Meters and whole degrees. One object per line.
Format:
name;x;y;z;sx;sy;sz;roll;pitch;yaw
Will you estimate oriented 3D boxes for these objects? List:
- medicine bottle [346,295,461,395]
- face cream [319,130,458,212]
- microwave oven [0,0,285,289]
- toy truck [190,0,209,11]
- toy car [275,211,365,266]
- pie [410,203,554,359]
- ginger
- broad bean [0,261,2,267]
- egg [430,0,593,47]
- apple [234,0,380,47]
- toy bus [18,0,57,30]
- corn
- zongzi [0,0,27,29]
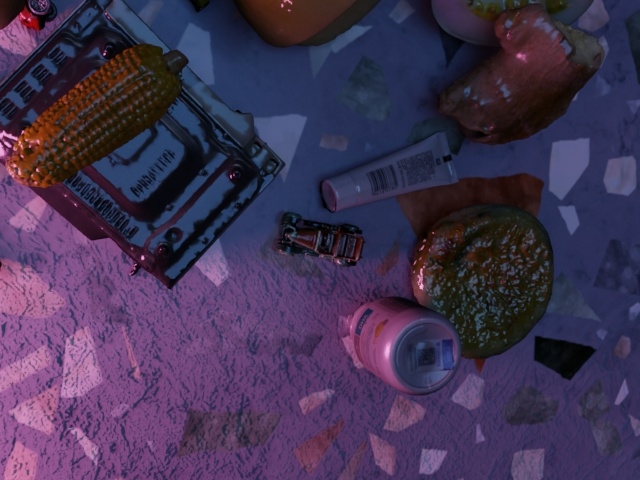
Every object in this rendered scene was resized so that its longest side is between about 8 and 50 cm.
medicine bottle;0.124;0.160;1.492;0.135;0.215;0.134;-2;98;-19
face cream;0.117;-0.109;1.545;0.244;0.058;0.092;-19;96;-21
microwave oven;-0.272;-0.140;1.323;0.355;0.218;0.286;45;81;-18
toy truck;-0.166;-0.392;1.413;0.083;0.054;0.049;-41;107;-10
toy car;0.000;0.000;1.517;0.143;0.054;0.073;12;92;-20
pie;0.286;0.067;1.616;0.277;0.078;0.276;-4;103;-17
ginger;0.316;-0.269;1.500;0.276;0.130;0.221;-22;137;7
broad bean;-0.549;-0.079;1.321;0.144;0.049;0.291;-7;103;-7
egg;0.303;-0.433;1.507;0.271;0.206;0.161;-4;66;0
apple;-0.014;-0.424;1.341;0.258;0.295;0.233;-40;94;28
toy bus;-0.413;-0.400;1.318;0.089;0.081;0.195;9;94;-10
corn;-0.275;-0.157;1.157;0.262;0.097;0.097;-37;106;-8
zongzi;-0.487;-0.458;1.226;0.181;0.418;0.447;4;122;-59
